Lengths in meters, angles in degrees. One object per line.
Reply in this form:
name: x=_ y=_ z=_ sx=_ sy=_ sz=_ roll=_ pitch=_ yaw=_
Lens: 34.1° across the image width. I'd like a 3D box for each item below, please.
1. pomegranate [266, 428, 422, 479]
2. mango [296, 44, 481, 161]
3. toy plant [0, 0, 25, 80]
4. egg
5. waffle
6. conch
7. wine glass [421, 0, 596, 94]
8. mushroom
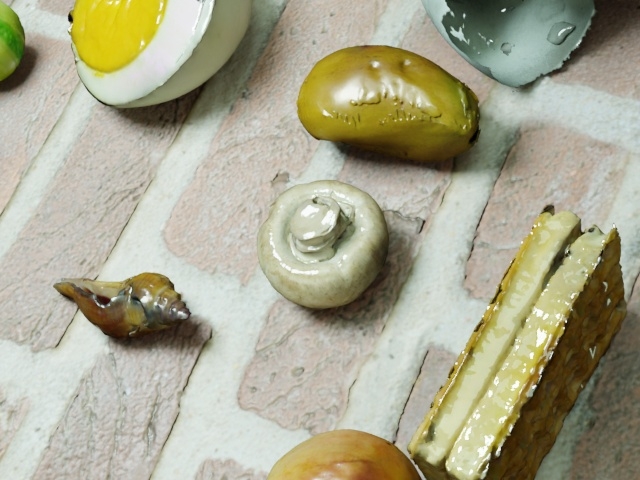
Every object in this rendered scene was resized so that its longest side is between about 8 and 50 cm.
pomegranate: x=0.023 y=0.291 z=1.082 sx=0.191 sy=0.191 sz=0.191 roll=-6 pitch=61 yaw=11
mango: x=0.086 y=-0.171 z=1.327 sx=0.249 sy=0.151 sz=0.156 roll=19 pitch=34 yaw=26
toy plant: x=-0.571 y=-0.211 z=1.522 sx=0.224 sy=0.184 sz=0.315 roll=9 pitch=72 yaw=33
egg: x=-0.213 y=-0.304 z=1.480 sx=0.286 sy=0.174 sz=0.264 roll=-41 pitch=59 yaw=22
waffle: x=0.213 y=0.138 z=1.092 sx=0.091 sy=0.213 sz=0.308 roll=23 pitch=71 yaw=28
conch: x=-0.252 y=0.084 z=1.326 sx=0.233 sy=0.086 sz=0.080 roll=-7 pitch=102 yaw=26
wine glass: x=0.197 y=-0.359 z=1.386 sx=0.190 sy=0.190 sz=0.357 roll=-36 pitch=56 yaw=-6
mushroom: x=0.000 y=0.000 z=1.273 sx=0.166 sy=0.127 sz=0.166 roll=-10 pitch=54 yaw=14
